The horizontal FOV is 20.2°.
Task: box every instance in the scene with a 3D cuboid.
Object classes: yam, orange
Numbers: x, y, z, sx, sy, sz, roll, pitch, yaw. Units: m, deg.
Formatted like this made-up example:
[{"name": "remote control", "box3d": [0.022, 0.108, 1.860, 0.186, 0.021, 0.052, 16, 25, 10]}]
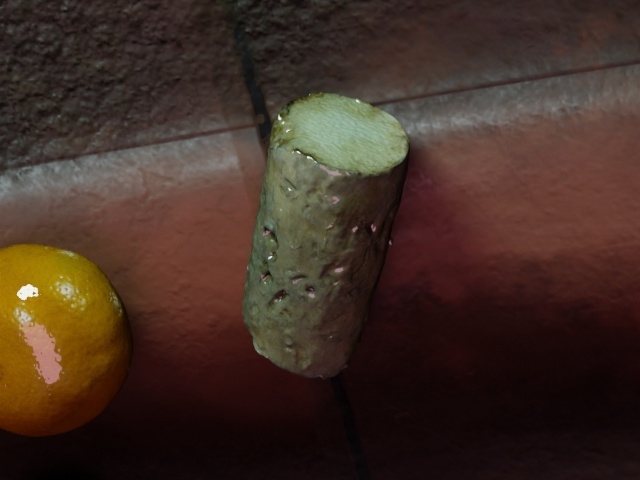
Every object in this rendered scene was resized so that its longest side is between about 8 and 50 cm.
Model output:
[{"name": "yam", "box3d": [0.000, 0.000, 1.333, 0.107, 0.107, 0.194, 13, 122, 2]}, {"name": "orange", "box3d": [-0.222, 0.077, 1.409, 0.156, 0.124, 0.156, 9, 113, 22]}]
